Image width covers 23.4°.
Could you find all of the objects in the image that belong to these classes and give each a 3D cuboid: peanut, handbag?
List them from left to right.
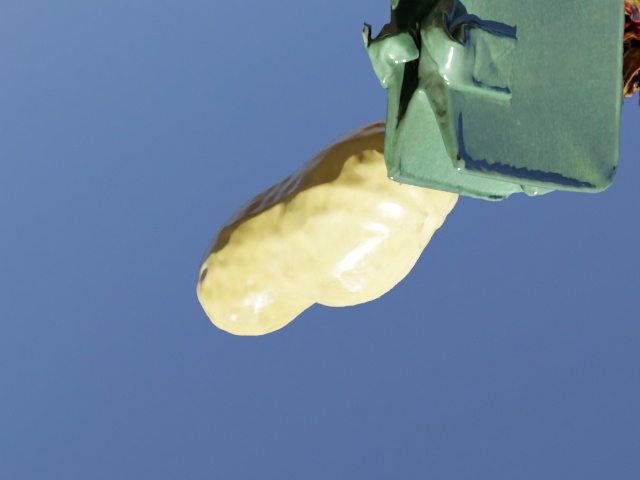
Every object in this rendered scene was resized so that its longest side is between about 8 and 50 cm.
[{"bbox_3d":[0.000,0.000,1.463,0.319,0.147,0.147,-32,-135,34],"label":"peanut"},{"bbox_3d":[0.123,-0.193,1.051,0.089,0.238,0.326,2,-93,35],"label":"handbag"}]

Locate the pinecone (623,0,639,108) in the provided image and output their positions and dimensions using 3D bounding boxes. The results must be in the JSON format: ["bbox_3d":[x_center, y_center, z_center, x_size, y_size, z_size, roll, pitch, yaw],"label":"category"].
[{"bbox_3d":[0.362,-0.239,1.609,0.201,0.202,0.229,4,-137,-16],"label":"pinecone"}]
